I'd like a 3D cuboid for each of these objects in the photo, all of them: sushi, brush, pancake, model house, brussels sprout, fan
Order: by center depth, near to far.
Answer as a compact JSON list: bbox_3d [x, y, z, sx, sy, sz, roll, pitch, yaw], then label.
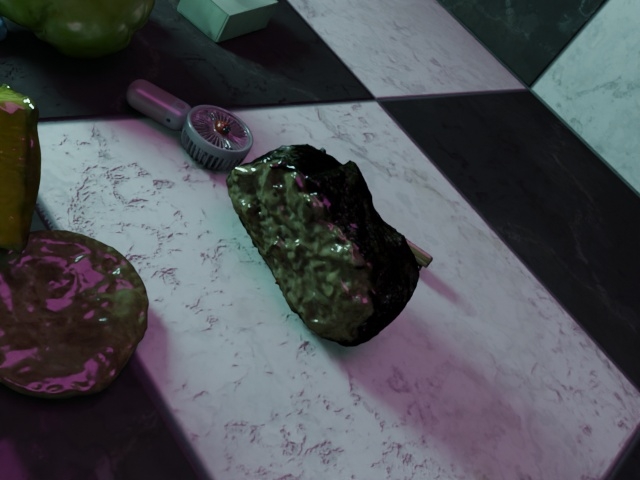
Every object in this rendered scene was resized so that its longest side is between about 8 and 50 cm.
[{"bbox_3d":[-0.461,-0.087,0.697,0.234,0.193,0.175,-4,21,-45],"label":"model house"},{"bbox_3d":[-0.326,0.089,0.783,0.222,0.042,0.236,6,50,-35],"label":"pancake"},{"bbox_3d":[0.000,0.000,1.000,0.350,0.211,0.171,55,33,8],"label":"sushi"},{"bbox_3d":[-0.441,-0.463,1.120,0.274,0.242,0.316,22,30,6],"label":"brussels sprout"},{"bbox_3d":[-0.242,-0.219,1.141,0.244,0.074,0.130,29,39,-9],"label":"fan"},{"bbox_3d":[0.115,-0.020,1.253,0.248,0.036,0.043,37,33,10],"label":"brush"}]

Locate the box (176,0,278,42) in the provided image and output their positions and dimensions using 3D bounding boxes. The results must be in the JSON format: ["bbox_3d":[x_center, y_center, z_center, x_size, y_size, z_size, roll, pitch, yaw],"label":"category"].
[{"bbox_3d":[-0.222,-0.571,1.512,0.129,0.086,0.225,41,38,4],"label":"box"}]

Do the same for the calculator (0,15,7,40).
[{"bbox_3d":[-0.627,-0.372,1.026,0.121,0.039,0.210,48,38,11],"label":"calculator"}]
